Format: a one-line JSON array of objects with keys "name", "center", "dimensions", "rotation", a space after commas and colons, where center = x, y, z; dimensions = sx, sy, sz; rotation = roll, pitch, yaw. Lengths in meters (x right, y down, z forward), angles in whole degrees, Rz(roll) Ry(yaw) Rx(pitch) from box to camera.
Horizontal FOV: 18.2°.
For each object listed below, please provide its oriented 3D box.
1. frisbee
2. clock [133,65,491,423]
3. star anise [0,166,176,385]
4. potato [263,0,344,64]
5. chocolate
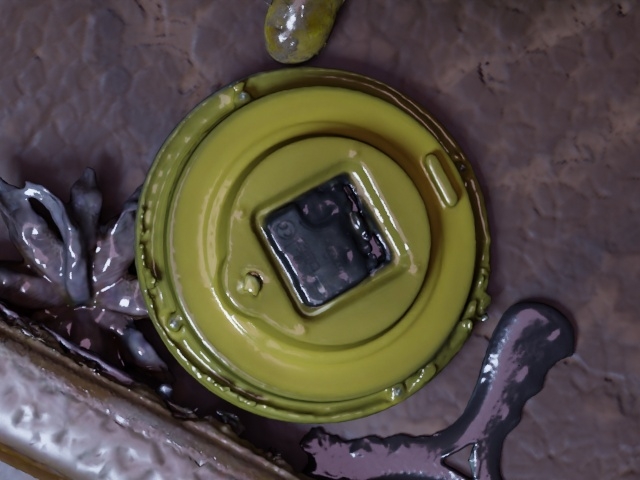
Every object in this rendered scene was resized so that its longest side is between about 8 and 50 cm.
[{"name": "frisbee", "center": [0.078, 0.149, 1.302], "dimensions": [0.187, 0.012, 0.211], "rotation": [-4, 90, 4]}, {"name": "clock", "center": [0.000, 0.000, 1.263], "dimensions": [0.237, 0.057, 0.237], "rotation": [1, 84, -11]}, {"name": "star anise", "center": [-0.152, 0.042, 1.291], "dimensions": [0.195, 0.065, 0.182], "rotation": [-4, 94, -5]}, {"name": "potato", "center": [-0.008, -0.159, 1.296], "dimensions": [0.046, 0.045, 0.092], "rotation": [12, 87, 39]}, {"name": "chocolate", "center": [-0.109, 0.143, 1.253], "dimensions": [0.329, 0.065, 0.102], "rotation": [28, 108, -6]}]
